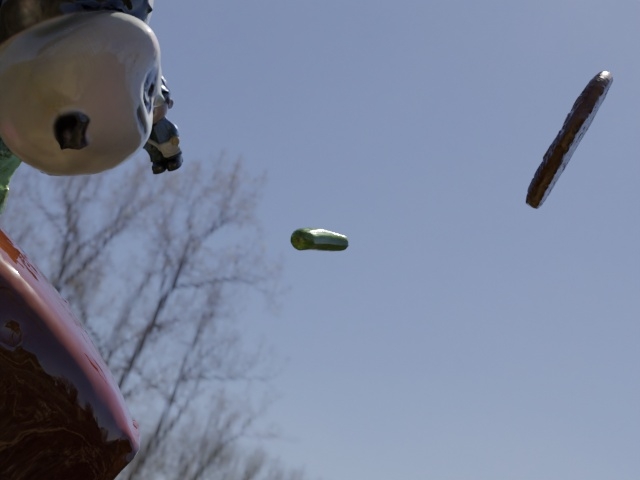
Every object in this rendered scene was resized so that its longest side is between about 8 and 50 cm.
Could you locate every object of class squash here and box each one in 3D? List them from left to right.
[{"bbox_3d":[-0.001,0.000,1.269,0.027,0.027,0.089,5,-1,33],"label":"squash"}]

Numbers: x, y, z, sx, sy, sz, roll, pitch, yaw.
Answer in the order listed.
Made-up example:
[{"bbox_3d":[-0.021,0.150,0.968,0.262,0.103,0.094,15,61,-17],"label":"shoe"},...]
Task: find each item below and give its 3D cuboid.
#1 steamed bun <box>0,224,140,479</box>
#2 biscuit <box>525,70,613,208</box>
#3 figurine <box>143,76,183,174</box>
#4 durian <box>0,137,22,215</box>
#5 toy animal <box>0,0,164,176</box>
[{"bbox_3d":[-0.257,0.067,0.627,0.248,0.235,0.379,47,-13,-10],"label":"steamed bun"},{"bbox_3d":[0.300,-0.123,1.513,0.027,0.188,0.188,31,-16,11],"label":"biscuit"},{"bbox_3d":[-0.219,-0.163,1.664,0.077,0.079,0.136,-11,-57,17],"label":"figurine"},{"bbox_3d":[-0.557,-0.105,1.861,0.198,0.394,0.163,27,-46,-23],"label":"durian"},{"bbox_3d":[-0.184,-0.134,0.931,0.138,0.179,0.166,-12,-15,-20],"label":"toy animal"}]
